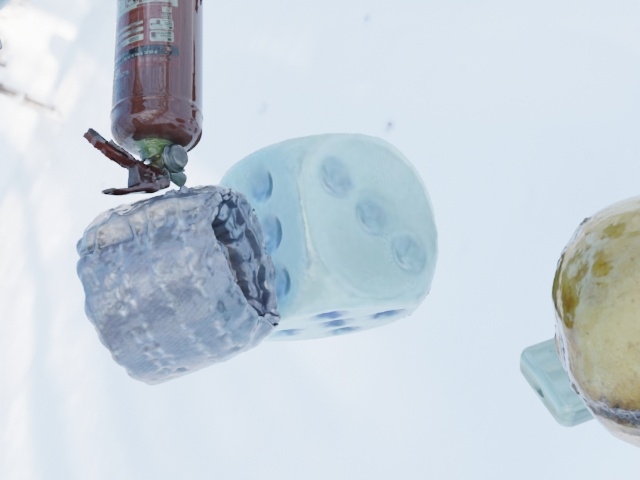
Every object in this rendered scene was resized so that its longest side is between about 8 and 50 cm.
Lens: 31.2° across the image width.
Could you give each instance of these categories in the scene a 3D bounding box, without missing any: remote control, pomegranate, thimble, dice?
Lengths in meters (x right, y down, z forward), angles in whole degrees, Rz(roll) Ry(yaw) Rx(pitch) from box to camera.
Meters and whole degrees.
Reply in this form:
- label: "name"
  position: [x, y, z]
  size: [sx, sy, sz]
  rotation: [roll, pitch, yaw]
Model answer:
- label: "remote control"
  position: [0.431, 0.160, 1.591]
  size: [0.140, 0.296, 0.056]
  rotation: [-121, 20, -45]
- label: "pomegranate"
  position: [0.325, 0.072, 1.001]
  size: [0.260, 0.260, 0.260]
  rotation: [-55, 23, 36]
- label: "thimble"
  position: [-0.150, 0.039, 1.267]
  size: [0.172, 0.236, 0.205]
  rotation: [-19, 59, 10]
- label: "dice"
  position: [0.000, 0.000, 1.749]
  size: [0.265, 0.263, 0.268]
  rotation: [-24, 70, 49]

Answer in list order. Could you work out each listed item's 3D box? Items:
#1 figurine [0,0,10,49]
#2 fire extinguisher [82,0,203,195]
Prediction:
- label: "figurine"
  position: [-0.383, -0.385, 1.106]
  size: [0.205, 0.224, 0.381]
  rotation: [-20, 65, 31]
- label: "fire extinguisher"
  position: [-0.199, -0.190, 1.292]
  size: [0.106, 0.147, 0.337]
  rotation: [-23, 58, 38]
